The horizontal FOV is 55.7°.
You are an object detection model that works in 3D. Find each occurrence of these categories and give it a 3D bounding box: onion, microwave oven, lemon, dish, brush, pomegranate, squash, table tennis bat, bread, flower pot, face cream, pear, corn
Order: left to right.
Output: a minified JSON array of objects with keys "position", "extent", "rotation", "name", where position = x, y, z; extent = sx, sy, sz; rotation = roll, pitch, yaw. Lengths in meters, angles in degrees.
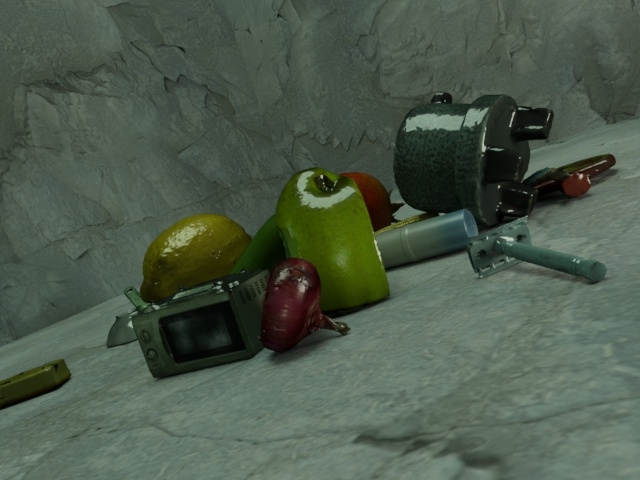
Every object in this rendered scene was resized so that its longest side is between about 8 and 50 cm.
[{"position":[-0.645,0.312,1.263],"extent":[0.226,0.049,0.088],"rotation":[-20,6,-1],"name":"bread"},{"position":[-0.472,0.208,1.567],"extent":[0.191,0.066,0.190],"rotation":[-19,6,2],"name":"dish"},{"position":[-0.301,0.061,1.497],"extent":[0.320,0.245,0.245],"rotation":[-32,12,-33],"name":"lemon"},{"position":[-0.188,0.133,1.031],"extent":[0.205,0.129,0.163],"rotation":[-16,8,24],"name":"microwave oven"},{"position":[-0.130,0.055,1.239],"extent":[0.292,0.082,0.082],"rotation":[-55,7,1],"name":"squash"},{"position":[-0.020,0.104,0.902],"extent":[0.140,0.150,0.150],"rotation":[13,12,9],"name":"onion"},{"position":[0.000,0.000,1.101],"extent":[0.160,0.292,0.292],"rotation":[-11,5,-9],"name":"pear"},{"position":[0.097,-0.073,1.590],"extent":[0.257,0.220,0.221],"rotation":[-5,0,-23],"name":"pomegranate"},{"position":[0.196,-0.014,1.428],"extent":[0.206,0.067,0.067],"rotation":[-21,6,13],"name":"corn"},{"position":[0.186,0.005,1.218],"extent":[0.250,0.077,0.077],"rotation":[-17,6,31],"name":"face cream"},{"position":[0.346,-0.181,1.322],"extent":[0.283,0.298,0.299],"rotation":[9,23,38],"name":"flower pot"},{"position":[0.497,-0.139,1.317],"extent":[0.070,0.021,0.196],"rotation":[-33,3,1],"name":"brush"},{"position":[0.580,-0.144,1.457],"extent":[0.268,0.051,0.415],"rotation":[-21,3,16],"name":"table tennis bat"}]

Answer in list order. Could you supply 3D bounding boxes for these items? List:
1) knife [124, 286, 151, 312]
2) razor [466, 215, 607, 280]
[{"position":[-0.431,0.171,1.507],"extent":[0.043,0.019,0.293],"rotation":[-18,27,-32],"name":"knife"},{"position":[0.304,0.020,0.831],"extent":[0.106,0.068,0.232],"rotation":[-22,11,-11],"name":"razor"}]
